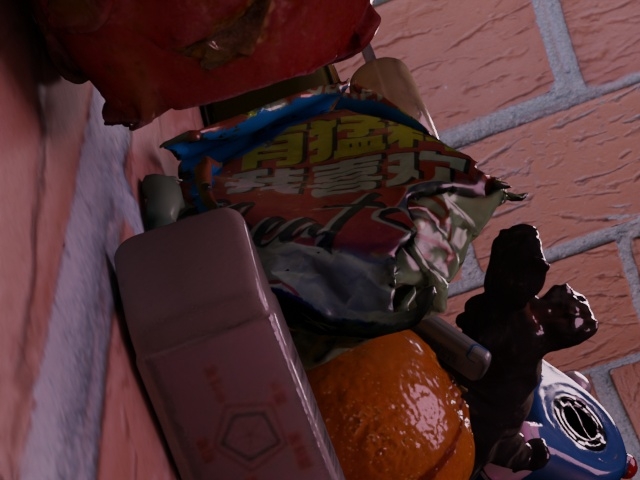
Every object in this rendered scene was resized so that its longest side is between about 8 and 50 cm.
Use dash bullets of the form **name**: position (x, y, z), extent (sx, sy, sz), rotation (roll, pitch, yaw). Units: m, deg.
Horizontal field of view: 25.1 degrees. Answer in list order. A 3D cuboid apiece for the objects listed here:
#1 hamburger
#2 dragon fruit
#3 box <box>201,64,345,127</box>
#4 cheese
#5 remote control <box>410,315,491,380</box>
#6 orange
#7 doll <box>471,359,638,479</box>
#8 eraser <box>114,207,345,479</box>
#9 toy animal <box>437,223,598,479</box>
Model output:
- **hamburger**: position (-0.007, 0.005, 1.068), extent (0.276, 0.260, 0.151), rotation (-45, 148, -48)
- **dragon fruit**: position (-0.081, -0.230, 0.835), extent (0.250, 0.269, 0.291), rotation (-128, -160, -78)
- **box**: position (0.019, 0.023, 1.496), extent (0.420, 0.138, 0.373), rotation (63, 9, -57)
- **cheese**: position (0.069, -0.151, 1.518), extent (0.163, 0.070, 0.249), rotation (63, 8, -56)
- **remote control**: position (0.086, 0.073, 1.192), extent (0.124, 0.018, 0.053), rotation (34, -21, 12)
- **orange**: position (0.040, 0.150, 1.153), extent (0.193, 0.161, 0.193), rotation (57, 13, -20)
- **doll**: position (0.210, 0.304, 1.682), extent (0.240, 0.310, 0.284), rotation (36, 32, -4)
- **eraser**: position (-0.027, 0.156, 0.860), extent (0.061, 0.089, 0.352), rotation (-94, 165, -78)
- **toy animal**: position (0.139, 0.140, 1.295), extent (0.168, 0.343, 0.106), rotation (19, 26, -30)
